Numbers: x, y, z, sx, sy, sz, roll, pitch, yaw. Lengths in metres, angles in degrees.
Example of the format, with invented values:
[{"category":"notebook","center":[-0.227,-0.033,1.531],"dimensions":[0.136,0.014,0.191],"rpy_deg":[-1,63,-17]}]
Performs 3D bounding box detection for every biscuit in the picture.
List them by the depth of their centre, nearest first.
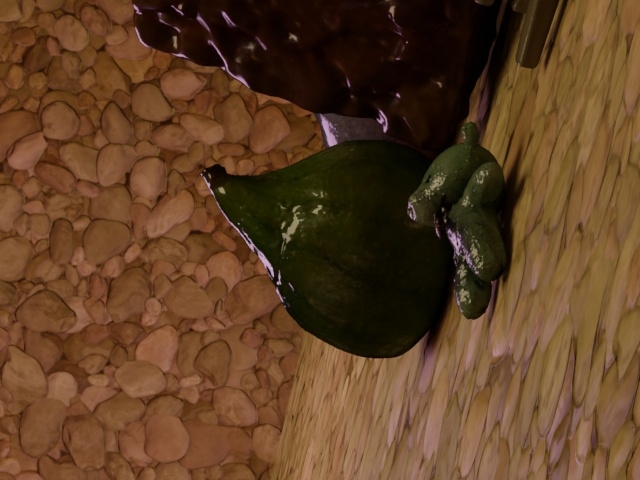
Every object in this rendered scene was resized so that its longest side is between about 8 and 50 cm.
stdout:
[{"category":"biscuit","center":[0.010,-0.304,1.653],"dimensions":[0.166,0.342,0.395],"rpy_deg":[-52,-20,-44]}]

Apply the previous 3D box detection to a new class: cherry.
[{"category":"cherry","center":[0.068,-0.143,1.925],"dimensions":[0.176,0.140,0.176],"rpy_deg":[26,123,50]}]

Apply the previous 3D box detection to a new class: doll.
[{"category":"doll","center":[0.108,-0.014,1.413],"dimensions":[0.150,0.077,0.115],"rpy_deg":[-97,7,-49]}]

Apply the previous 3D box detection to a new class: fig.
[{"category":"fig","center":[0.000,0.000,1.693],"dimensions":[0.203,0.235,0.203],"rpy_deg":[-170,90,-83]}]

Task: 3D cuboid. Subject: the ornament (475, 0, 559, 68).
[{"category":"ornament","center":[0.167,-0.256,1.394],"dimensions":[0.230,0.061,0.245],"rpy_deg":[-81,3,-63]}]
